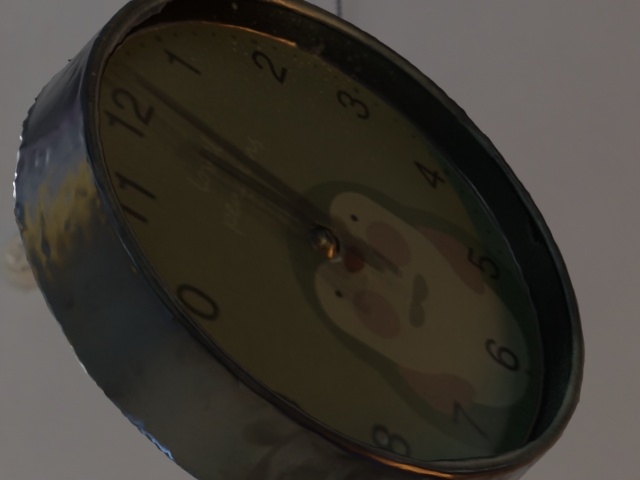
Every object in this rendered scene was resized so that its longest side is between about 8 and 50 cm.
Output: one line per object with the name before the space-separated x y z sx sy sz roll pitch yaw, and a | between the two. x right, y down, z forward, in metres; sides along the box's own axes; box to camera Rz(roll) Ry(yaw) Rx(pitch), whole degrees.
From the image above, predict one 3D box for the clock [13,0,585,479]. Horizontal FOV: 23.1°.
clock | -0.001 0.001 0.798 0.066 0.319 0.319 -46 -125 36
